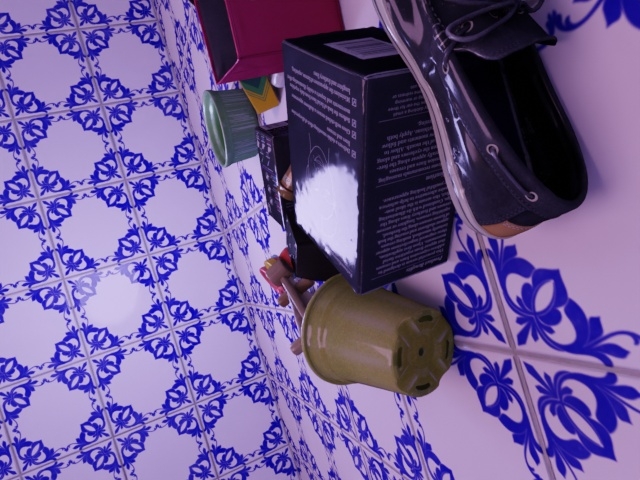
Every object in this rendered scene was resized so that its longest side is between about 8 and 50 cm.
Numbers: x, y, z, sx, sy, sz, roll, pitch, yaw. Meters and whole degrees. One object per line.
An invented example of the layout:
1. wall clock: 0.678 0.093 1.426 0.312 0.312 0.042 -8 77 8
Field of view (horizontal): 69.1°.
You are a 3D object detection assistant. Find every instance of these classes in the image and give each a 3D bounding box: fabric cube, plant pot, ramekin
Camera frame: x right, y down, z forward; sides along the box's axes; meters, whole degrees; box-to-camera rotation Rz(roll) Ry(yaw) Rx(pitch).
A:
1. fabric cube: -0.125 -0.526 1.063 0.259 0.258 0.254 15 119 66
2. plant pot: 0.000 0.000 1.239 0.188 0.166 0.188 95 161 -45
3. plant pot: 0.139 0.216 1.024 0.253 0.276 0.276 4 110 56
4. ramekin: -0.353 -0.453 1.850 0.303 0.148 0.304 51 150 45

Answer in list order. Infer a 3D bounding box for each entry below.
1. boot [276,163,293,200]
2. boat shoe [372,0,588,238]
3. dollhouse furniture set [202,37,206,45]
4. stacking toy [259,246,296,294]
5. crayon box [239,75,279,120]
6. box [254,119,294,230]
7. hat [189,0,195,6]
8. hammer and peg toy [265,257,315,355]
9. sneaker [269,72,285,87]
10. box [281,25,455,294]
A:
1. boot: 0.028 -0.223 1.099 0.089 0.236 0.270 41 124 20
2. boat shoe: 0.200 -0.243 0.582 0.156 0.186 0.501 -10 102 64
3. dollhouse furniture set: -0.323 -0.711 1.597 0.184 0.128 0.129 60 156 31
4. stacking toy: -0.093 0.151 1.805 0.279 0.130 0.309 47 162 -5
5. crayon box: -0.220 -0.535 1.429 0.323 0.083 0.203 57 -170 -76
6. box: -0.070 -0.192 1.313 0.143 0.165 0.271 40 142 54
7. hat: -0.295 -0.728 1.210 0.133 0.331 0.332 11 120 36
8. hammer and peg toy: -0.027 0.225 1.301 0.361 0.127 0.266 42 -164 -38
9. sneaker: -0.155 -0.566 1.300 0.106 0.123 0.290 51 152 40
10. box: 0.090 -0.156 0.871 0.293 0.211 0.396 48 147 47
